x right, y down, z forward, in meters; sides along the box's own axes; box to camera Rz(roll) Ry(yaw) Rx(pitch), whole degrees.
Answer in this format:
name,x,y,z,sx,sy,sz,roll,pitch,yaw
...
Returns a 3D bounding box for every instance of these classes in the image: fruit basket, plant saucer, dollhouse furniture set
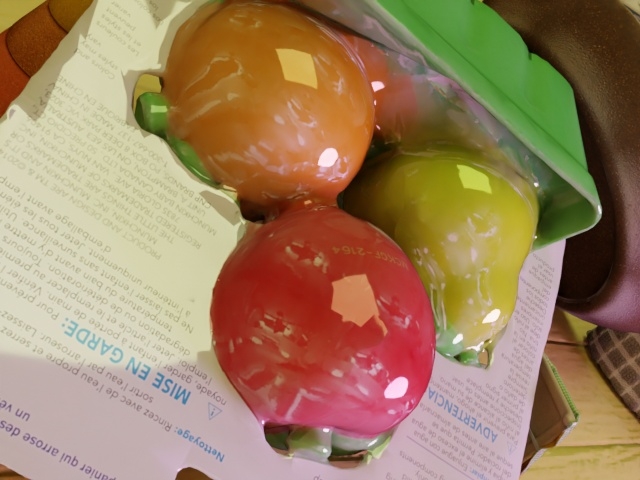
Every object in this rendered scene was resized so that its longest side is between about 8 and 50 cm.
name,x,y,z,sx,sy,sz,roll,pitch,yaw
fruit basket,0.000,0.000,0.431,0.327,0.165,0.353,36,60,-20
plant saucer,0.185,-0.062,0.649,0.050,0.310,0.310,-21,58,-12
dollhouse furniture set,0.134,0.088,0.546,0.059,0.076,0.151,18,37,-31

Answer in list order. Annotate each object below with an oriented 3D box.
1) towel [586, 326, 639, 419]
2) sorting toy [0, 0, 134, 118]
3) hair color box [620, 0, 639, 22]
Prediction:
name,x,y,z,sx,sy,sz,roll,pitch,yaw
towel,0.391,0.115,0.639,0.121,0.235,0.283,-16,61,-50
sorting toy,-0.231,-0.180,0.444,0.366,0.126,0.127,40,31,-2
hair color box,0.519,-0.249,0.948,0.347,0.105,0.174,-26,55,-21
